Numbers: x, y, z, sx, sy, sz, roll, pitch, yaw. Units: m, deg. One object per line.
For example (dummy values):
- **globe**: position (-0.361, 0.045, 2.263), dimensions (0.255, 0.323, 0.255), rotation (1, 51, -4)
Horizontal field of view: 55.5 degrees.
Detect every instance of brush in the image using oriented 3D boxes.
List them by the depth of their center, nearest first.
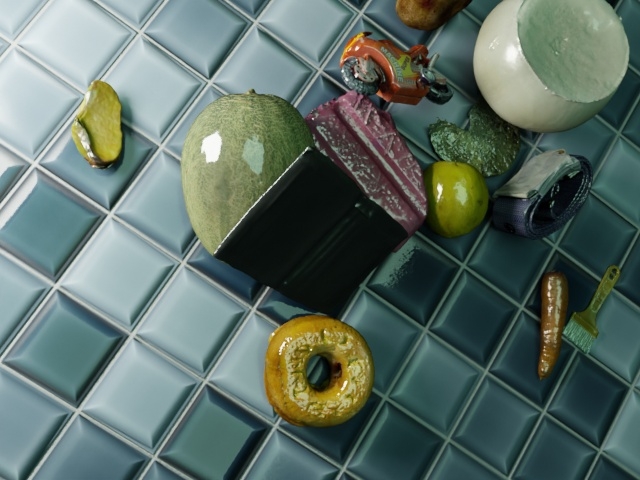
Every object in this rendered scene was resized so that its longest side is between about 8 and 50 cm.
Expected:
- **brush**: position (0.635, 0.149, 1.400), dimensions (0.083, 0.010, 0.218), rotation (37, 77, -7)

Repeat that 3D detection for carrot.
- **carrot**: position (0.512, 0.188, 1.347), dimensions (0.059, 0.059, 0.247), rotation (8, 85, -13)

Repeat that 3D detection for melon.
- **melon**: position (-0.131, -0.110, 1.117), dimensions (0.249, 0.248, 0.328), rotation (1, 101, -13)

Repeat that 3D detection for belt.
- **belt**: position (0.478, -0.103, 1.332), dimensions (0.230, 0.126, 0.139), rotation (-41, 118, -15)

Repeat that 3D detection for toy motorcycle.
- **toy motorcycle**: position (0.147, -0.348, 1.236), dimensions (0.298, 0.089, 0.171), rotation (-5, 54, -39)

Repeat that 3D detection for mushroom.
- **mushroom**: position (0.265, -0.544, 1.287), dimensions (0.138, 0.194, 0.231), rotation (41, 88, -6)

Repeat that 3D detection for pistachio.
- **pistachio**: position (-0.429, -0.217, 1.161), dimensions (0.090, 0.049, 0.172), rotation (2, 82, -36)

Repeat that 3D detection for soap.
- **soap**: position (0.085, -0.130, 1.229), dimensions (0.220, 0.127, 0.324), rotation (-36, 89, -17)

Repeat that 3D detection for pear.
- **pear**: position (0.276, -0.087, 1.267), dimensions (0.149, 0.149, 0.162), rotation (-9, 93, -14)

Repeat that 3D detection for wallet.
- **wallet**: position (0.000, 0.000, 1.082), dimensions (0.247, 0.041, 0.323), rotation (-48, 135, 9)

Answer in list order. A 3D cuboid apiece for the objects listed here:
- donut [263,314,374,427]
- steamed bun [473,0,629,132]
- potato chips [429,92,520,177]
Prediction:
- **donut**: position (-0.004, 0.254, 1.185), dimensions (0.227, 0.114, 0.226), rotation (2, 83, -15)
- **steamed bun**: position (0.482, -0.385, 1.313), dimensions (0.325, 0.206, 0.323), rotation (2, 82, -16)
- **potato chips**: position (0.349, -0.234, 1.361), dimensions (0.220, 0.029, 0.201), rotation (-20, 92, -16)
